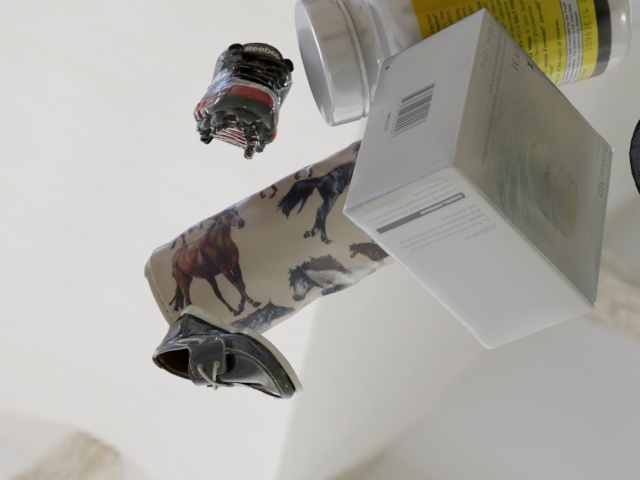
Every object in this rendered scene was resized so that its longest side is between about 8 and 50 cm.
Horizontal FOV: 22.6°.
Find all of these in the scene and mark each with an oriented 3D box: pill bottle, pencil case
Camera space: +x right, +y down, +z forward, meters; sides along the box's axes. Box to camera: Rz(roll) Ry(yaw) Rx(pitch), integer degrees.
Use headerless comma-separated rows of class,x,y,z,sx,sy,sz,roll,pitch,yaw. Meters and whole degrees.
pill bottle,0.150,-0.233,1.737,0.334,0.187,0.188,-16,-142,-8
pencil case,0.000,0.000,1.934,0.410,0.183,0.160,-28,-133,3

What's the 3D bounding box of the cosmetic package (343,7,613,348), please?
cosmetic package,0.162,-0.059,1.557,0.225,0.138,0.224,43,-139,-29

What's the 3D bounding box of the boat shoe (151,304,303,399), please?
boat shoe,-0.101,0.137,1.742,0.079,0.084,0.233,-41,-149,-22

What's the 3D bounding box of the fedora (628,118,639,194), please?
fedora,0.423,-0.011,1.438,0.334,0.152,0.334,0,-141,0

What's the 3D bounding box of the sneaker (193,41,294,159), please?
sneaker,-0.087,-0.172,1.865,0.098,0.135,0.276,20,179,-5
